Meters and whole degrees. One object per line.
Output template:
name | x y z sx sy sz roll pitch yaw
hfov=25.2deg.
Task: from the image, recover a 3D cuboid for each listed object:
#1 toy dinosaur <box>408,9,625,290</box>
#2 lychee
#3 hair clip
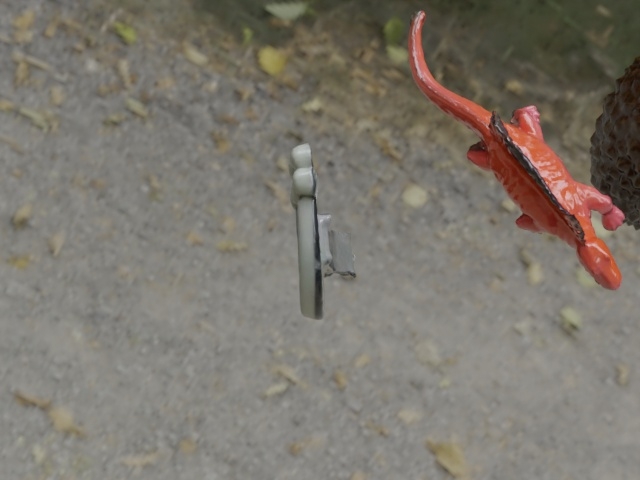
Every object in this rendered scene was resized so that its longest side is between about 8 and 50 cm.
toy dinosaur | 0.140 -0.076 1.108 0.286 0.070 0.139 53 13 11
lychee | 0.416 -0.112 1.584 0.236 0.271 0.236 14 66 -34
hair clip | 0.000 0.000 1.250 0.054 0.220 0.140 -1 84 3
